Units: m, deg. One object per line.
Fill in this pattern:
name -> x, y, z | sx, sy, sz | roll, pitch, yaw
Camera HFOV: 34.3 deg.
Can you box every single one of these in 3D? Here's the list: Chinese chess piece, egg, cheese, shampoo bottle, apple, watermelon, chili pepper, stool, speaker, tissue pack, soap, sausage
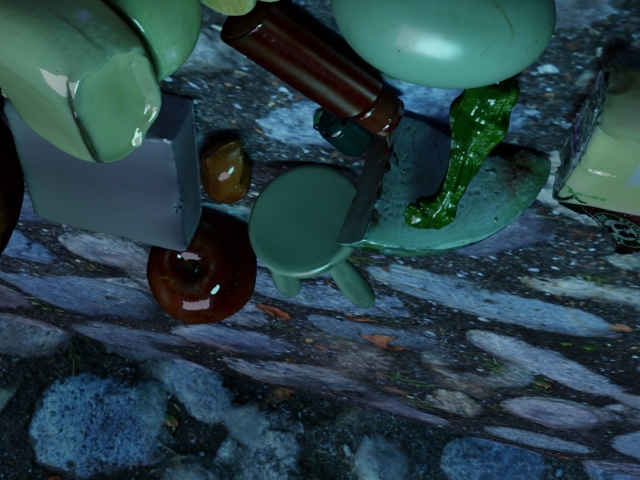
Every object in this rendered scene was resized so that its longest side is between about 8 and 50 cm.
Chinese chess piece -> -0.250, -0.287, 1.231 | 0.238, 0.092, 0.237 | 28, 162, 10
egg -> 0.124, -0.238, 1.050 | 0.231, 0.168, 0.168 | 14, 160, 0
cheese -> -0.307, -0.205, 1.196 | 0.233, 0.127, 0.266 | 30, 160, 18
shampoo bottle -> 0.000, -0.219, 1.338 | 0.260, 0.064, 0.102 | 30, 155, -33
apple -> -0.228, 0.056, 2.014 | 0.218, 0.218, 0.201 | 15, -175, 1
watermelon -> 0.152, -0.095, 1.511 | 0.320, 0.213, 0.289 | -22, -164, -3
chili pepper -> 0.184, -0.119, 1.321 | 0.074, 0.256, 0.100 | 36, -152, 32
stool -> 0.000, 0.000, 1.729 | 0.195, 0.195, 0.198 | 7, 160, 20
speaker -> 0.029, -0.166, 1.492 | 0.075, 0.060, 0.094 | 35, -173, -42
tissue pack -> 0.429, -0.111, 1.236 | 0.257, 0.122, 0.215 | 8, 158, 0
soap -> -0.344, -0.125, 1.675 | 0.286, 0.107, 0.296 | 13, 144, 5
sausage -> -0.156, -0.112, 1.703 | 0.089, 0.089, 0.179 | 15, 161, 0

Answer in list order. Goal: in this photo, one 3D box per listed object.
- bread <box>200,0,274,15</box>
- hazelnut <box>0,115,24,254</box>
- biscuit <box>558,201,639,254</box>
bread -> -0.116, -0.334, 1.160 | 0.182, 0.038, 0.251 | 14, 160, 4
hazelnut -> -0.704, -0.069, 1.684 | 0.402, 0.429, 0.402 | 26, -167, -6
biscuit -> 0.477, -0.031, 1.495 | 0.235, 0.063, 0.151 | -1, 143, 48
